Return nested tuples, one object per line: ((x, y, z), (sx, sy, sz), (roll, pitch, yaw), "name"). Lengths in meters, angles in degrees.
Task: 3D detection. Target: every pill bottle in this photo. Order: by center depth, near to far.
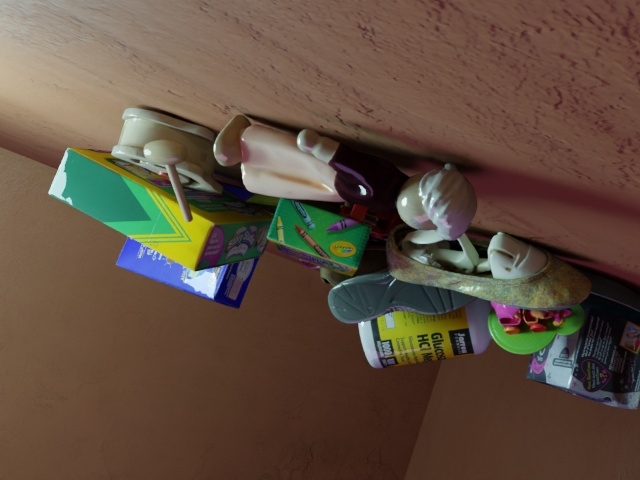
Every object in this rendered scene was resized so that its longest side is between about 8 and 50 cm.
((0.262, 0.171, 1.571), (0.334, 0.187, 0.188), (-11, 166, 13), "pill bottle")

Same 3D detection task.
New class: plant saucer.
((0.463, 0.089, 1.330), (0.318, 0.043, 0.317), (19, 175, 2), "plant saucer")
((-0.031, -0.063, 1.469), (0.188, 0.045, 0.188), (24, 172, -34), "plant saucer")

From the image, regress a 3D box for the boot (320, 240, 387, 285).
((0.127, 0.056, 1.585), (0.305, 0.115, 0.112), (5, -179, -31), "boot")

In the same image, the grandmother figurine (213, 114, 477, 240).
((0.039, -0.077, 0.907), (0.343, 0.104, 0.208), (18, -177, 31), "grandmother figurine")

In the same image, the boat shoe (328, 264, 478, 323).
((0.172, 0.085, 1.371), (0.321, 0.118, 0.103), (-17, -171, 26), "boat shoe")

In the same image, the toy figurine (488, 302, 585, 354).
((0.370, 0.117, 1.244), (0.173, 0.130, 0.159), (-7, 154, 21), "toy figurine")

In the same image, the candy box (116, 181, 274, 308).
((-0.295, -0.011, 1.691), (0.317, 0.268, 0.122), (16, 170, 30), "candy box")

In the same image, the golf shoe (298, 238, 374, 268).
((0.051, 0.033, 1.783), (0.140, 0.115, 0.306), (19, 176, -36), "golf shoe")

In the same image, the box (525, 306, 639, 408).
((0.526, 0.229, 1.405), (0.142, 0.163, 0.247), (17, 173, 1), "box")

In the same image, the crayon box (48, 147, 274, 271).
((-0.288, -0.064, 1.395), (0.313, 0.106, 0.363), (28, -170, 11), "crayon box")

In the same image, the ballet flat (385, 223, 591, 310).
((0.263, 0.033, 1.170), (0.349, 0.123, 0.123), (9, 170, 32), "ballet flat")

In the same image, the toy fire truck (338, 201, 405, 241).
((0.084, -0.041, 1.307), (0.135, 0.047, 0.192), (21, 174, -16), "toy fire truck")

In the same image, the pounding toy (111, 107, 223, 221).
((-0.256, -0.116, 1.158), (0.154, 0.154, 0.269), (13, 173, 10), "pounding toy")

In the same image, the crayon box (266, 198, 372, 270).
((0.000, 0.000, 1.317), (0.165, 0.081, 0.278), (19, 175, 2), "crayon box")
